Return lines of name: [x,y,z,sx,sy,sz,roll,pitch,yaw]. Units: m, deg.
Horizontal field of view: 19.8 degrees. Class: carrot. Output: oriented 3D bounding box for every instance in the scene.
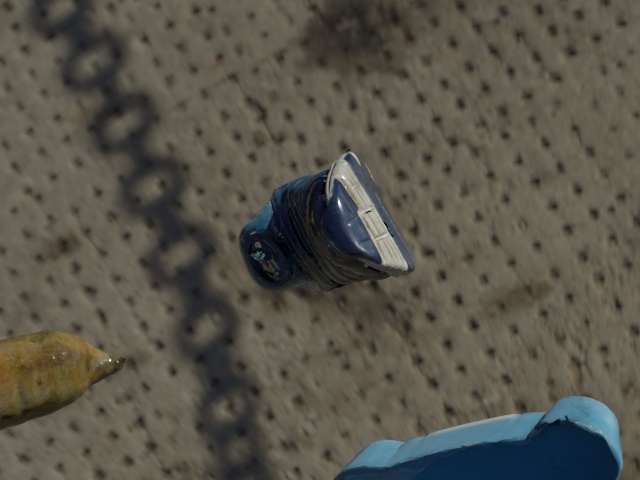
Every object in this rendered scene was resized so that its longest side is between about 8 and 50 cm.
carrot: [-0.262,0.100,0.912,0.342,0.070,0.070,-13,64,-21]

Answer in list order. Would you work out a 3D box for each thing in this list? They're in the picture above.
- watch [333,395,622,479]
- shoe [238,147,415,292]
watch: [0.068,0.182,0.640,0.211,0.211,0.193,5,34,14]
shoe: [0.000,0.000,1.240,0.106,0.207,0.091,-29,92,-7]
